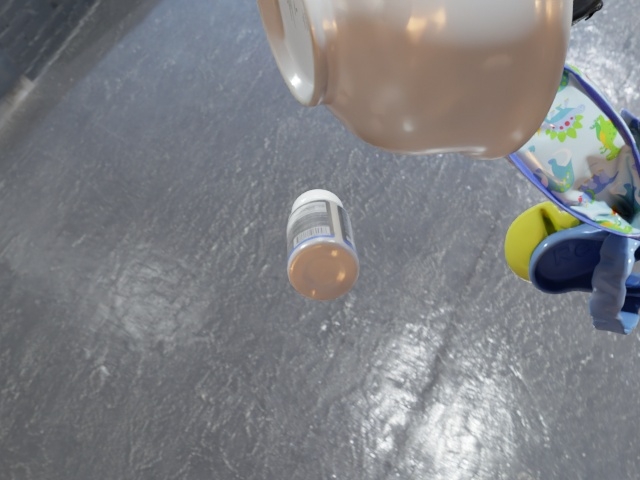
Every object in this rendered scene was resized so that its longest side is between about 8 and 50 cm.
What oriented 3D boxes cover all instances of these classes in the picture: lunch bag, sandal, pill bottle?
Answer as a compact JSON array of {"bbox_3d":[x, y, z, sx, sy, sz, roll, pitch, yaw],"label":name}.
[{"bbox_3d":[0.215,-0.074,0.537,0.096,0.151,0.129,-40,5,23],"label":"lunch bag"},{"bbox_3d":[0.345,-0.003,0.607,0.317,0.126,0.138,-26,38,12],"label":"sandal"},{"bbox_3d":[0.000,0.000,0.742,0.078,0.078,0.137,-26,28,12],"label":"pill bottle"}]

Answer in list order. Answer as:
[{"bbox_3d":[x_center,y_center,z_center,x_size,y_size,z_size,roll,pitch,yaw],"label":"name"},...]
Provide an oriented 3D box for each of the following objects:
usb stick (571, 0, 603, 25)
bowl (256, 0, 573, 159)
[{"bbox_3d":[0.172,-0.322,0.612,0.077,0.278,0.045,-30,7,26],"label":"usb stick"},{"bbox_3d":[0.032,-0.182,0.467,0.134,0.298,0.298,-20,48,-10],"label":"bowl"}]
